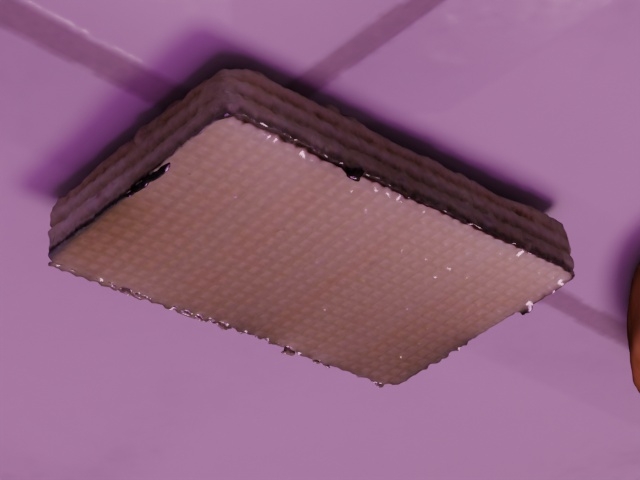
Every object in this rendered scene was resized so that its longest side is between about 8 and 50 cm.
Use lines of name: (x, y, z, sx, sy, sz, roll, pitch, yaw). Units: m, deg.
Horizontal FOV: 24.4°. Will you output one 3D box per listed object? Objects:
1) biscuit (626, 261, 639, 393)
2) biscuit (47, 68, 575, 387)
biscuit: (0.350, 0.029, 0.725, 0.385, 0.062, 0.365, -20, 146, 16)
biscuit: (0.000, 0.000, 0.619, 0.199, 0.040, 0.121, 23, 137, -37)
